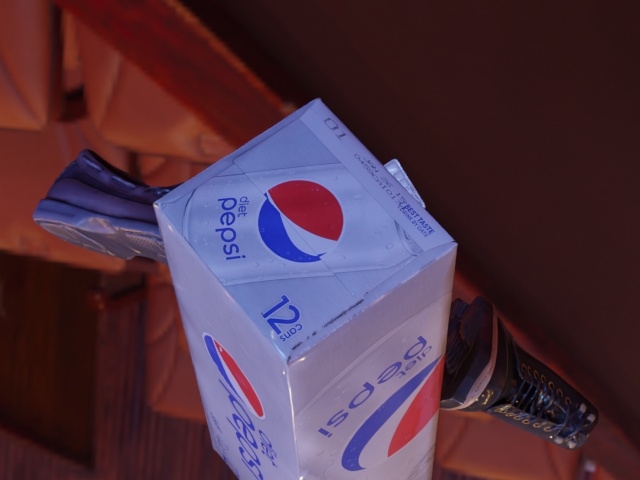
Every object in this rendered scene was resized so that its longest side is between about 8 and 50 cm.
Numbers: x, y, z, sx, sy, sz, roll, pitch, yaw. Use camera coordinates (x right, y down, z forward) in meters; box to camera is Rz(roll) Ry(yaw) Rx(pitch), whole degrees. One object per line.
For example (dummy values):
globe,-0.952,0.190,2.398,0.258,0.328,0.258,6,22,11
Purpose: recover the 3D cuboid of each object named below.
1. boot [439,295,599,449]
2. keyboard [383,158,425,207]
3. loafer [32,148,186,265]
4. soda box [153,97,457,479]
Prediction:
boot,0.141,0.103,0.972,0.137,0.077,0.198,35,-172,-1
keyboard,0.000,0.000,1.699,0.256,0.072,0.014,-33,169,7
loafer,-0.142,-0.028,1.321,0.303,0.095,0.109,12,163,36
soda box,-0.002,0.062,0.700,0.091,0.286,0.098,-34,-115,-16
